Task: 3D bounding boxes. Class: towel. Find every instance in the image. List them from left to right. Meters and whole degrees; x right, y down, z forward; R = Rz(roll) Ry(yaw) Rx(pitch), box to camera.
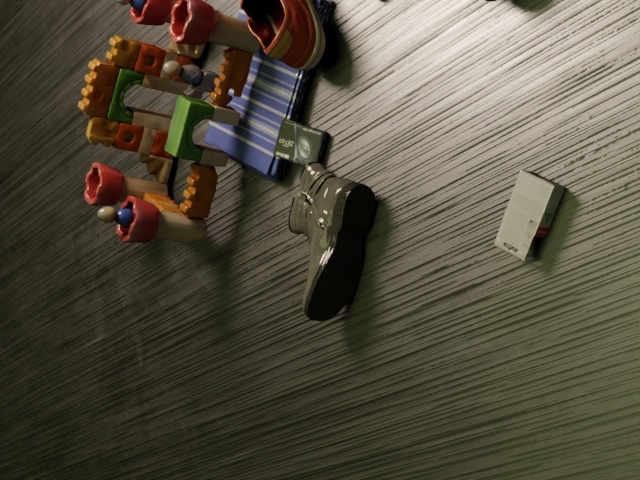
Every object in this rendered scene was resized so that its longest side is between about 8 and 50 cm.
[{"bbox_3d":[-0.100,-0.298,1.915,0.243,0.040,0.336,29,106,46],"label":"towel"}]

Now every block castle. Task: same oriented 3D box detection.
[{"bbox_3d":[-0.308,-0.242,1.958,0.303,0.212,0.453,37,113,55],"label":"block castle"}]

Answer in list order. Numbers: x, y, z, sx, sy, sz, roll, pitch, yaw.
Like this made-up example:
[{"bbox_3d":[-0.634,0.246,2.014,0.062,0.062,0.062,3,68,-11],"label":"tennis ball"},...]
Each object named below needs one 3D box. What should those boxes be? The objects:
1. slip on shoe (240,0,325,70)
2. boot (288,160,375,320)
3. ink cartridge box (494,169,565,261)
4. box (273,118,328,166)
[{"bbox_3d":[-0.092,-0.431,1.822,0.123,0.101,0.331,-48,50,35],"label":"slip on shoe"},{"bbox_3d":[0.000,0.000,1.758,0.161,0.083,0.247,25,99,52],"label":"boot"},{"bbox_3d":[0.291,-0.034,1.470,0.063,0.029,0.115,33,112,43],"label":"ink cartridge box"},{"bbox_3d":[-0.035,-0.167,1.813,0.083,0.018,0.067,20,102,19],"label":"box"}]
